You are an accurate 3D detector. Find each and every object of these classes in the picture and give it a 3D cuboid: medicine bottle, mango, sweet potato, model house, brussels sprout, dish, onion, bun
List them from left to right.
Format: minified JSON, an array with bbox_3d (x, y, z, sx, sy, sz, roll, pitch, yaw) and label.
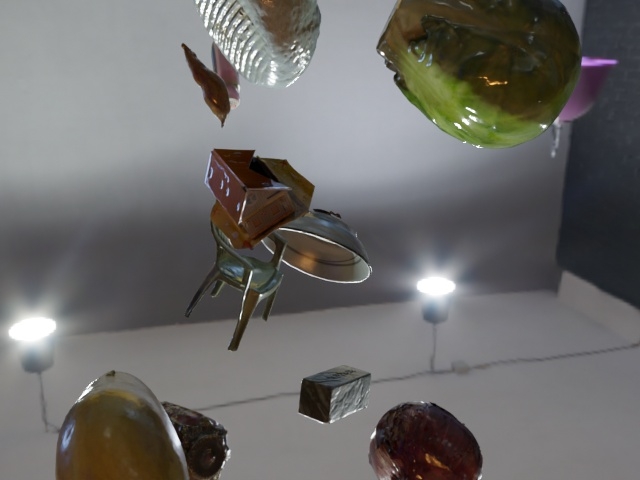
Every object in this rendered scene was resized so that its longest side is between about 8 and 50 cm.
[{"bbox_3d":[-0.370,0.391,1.316,0.220,0.302,0.445,-21,-152,-13],"label":"mango"},{"bbox_3d":[-0.270,-0.387,1.743,0.068,0.226,0.068,-27,-173,3],"label":"sweet potato"},{"bbox_3d":[-0.291,-0.510,2.206,0.077,0.219,0.115,-5,154,-12],"label":"medicine bottle"},{"bbox_3d":[-0.141,-0.121,1.385,0.207,0.136,0.219,-34,-130,-8],"label":"model house"},{"bbox_3d":[-0.128,-0.504,1.512,0.211,0.362,0.361,-34,-148,-22],"label":"bun"},{"bbox_3d":[0.000,0.000,1.910,0.316,0.106,0.316,17,158,7],"label":"dish"},{"bbox_3d":[0.201,0.454,1.451,0.252,0.252,0.219,12,-150,32],"label":"onion"},{"bbox_3d":[0.206,-0.249,0.955,0.271,0.220,0.210,30,164,9],"label":"brussels sprout"}]

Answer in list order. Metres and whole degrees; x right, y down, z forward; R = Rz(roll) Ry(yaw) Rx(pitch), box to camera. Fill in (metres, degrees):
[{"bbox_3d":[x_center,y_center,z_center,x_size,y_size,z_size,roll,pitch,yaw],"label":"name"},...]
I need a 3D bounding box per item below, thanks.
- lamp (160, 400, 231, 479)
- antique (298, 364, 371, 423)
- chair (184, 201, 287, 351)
[{"bbox_3d":[-0.323,0.456,1.604,0.177,0.177,0.273,-16,-170,-42],"label":"lamp"},{"bbox_3d":[0.040,0.353,1.662,0.088,0.086,0.183,11,-170,35],"label":"antique"},{"bbox_3d":[-0.187,0.064,1.599,0.190,0.275,0.203,29,-157,10],"label":"chair"}]
